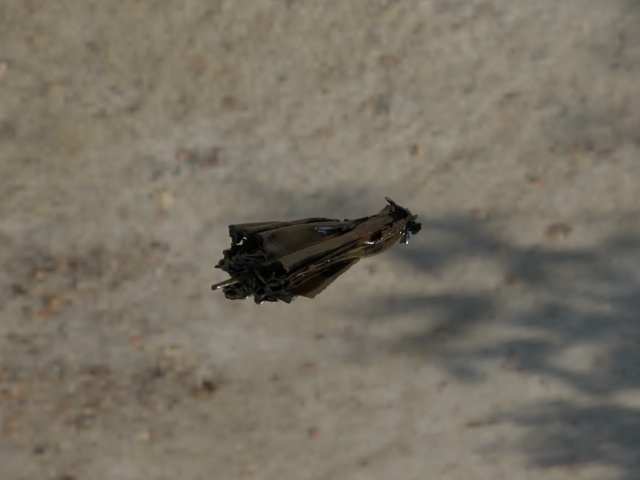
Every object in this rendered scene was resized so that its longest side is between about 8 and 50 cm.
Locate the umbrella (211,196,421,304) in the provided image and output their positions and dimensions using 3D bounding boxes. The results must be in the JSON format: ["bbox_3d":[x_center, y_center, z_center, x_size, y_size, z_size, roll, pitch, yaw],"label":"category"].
[{"bbox_3d":[0.000,0.002,0.477,0.031,0.020,0.083,6,-168,38],"label":"umbrella"}]
